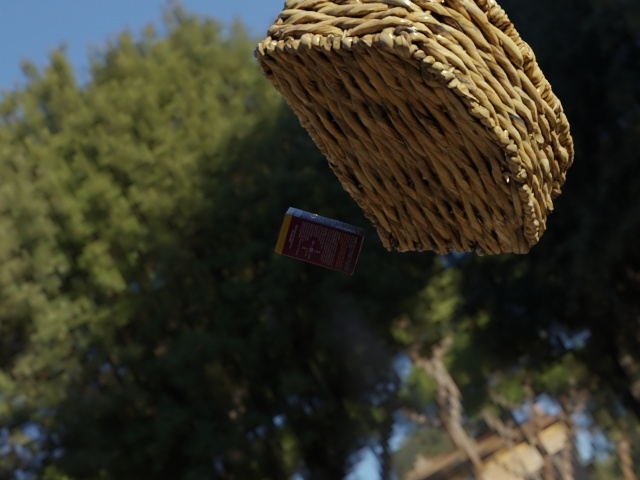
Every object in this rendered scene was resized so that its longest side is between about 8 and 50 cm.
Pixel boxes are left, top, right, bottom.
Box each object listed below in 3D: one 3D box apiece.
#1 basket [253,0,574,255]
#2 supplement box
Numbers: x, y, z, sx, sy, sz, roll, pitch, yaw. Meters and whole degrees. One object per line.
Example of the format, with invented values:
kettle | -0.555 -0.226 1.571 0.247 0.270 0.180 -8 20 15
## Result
basket | 0.121 -0.158 1.594 0.213 0.299 0.223 0 49 38
supplement box | 0.000 0.000 1.761 0.055 0.083 0.043 -60 -14 -82
